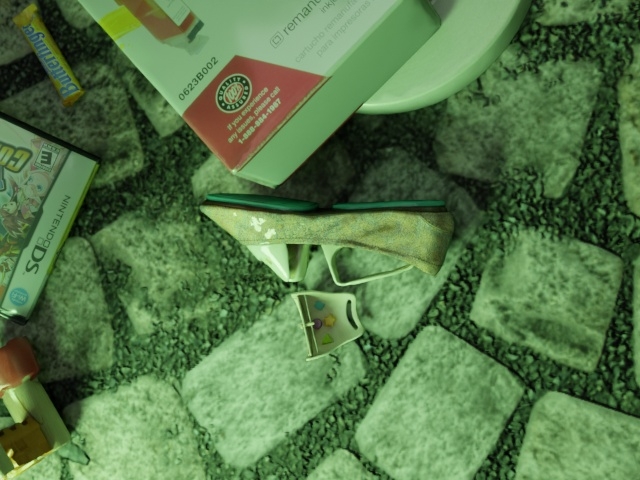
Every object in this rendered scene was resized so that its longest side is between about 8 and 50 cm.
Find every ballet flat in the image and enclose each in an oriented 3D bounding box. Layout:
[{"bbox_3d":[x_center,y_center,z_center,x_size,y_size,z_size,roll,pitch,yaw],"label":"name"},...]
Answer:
[{"bbox_3d":[0.000,0.000,1.182,0.315,0.107,0.106,3,95,19],"label":"ballet flat"}]

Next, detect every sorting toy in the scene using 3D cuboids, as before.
[{"bbox_3d":[0.012,0.098,1.204,0.075,0.045,0.083,-14,83,9],"label":"sorting toy"}]

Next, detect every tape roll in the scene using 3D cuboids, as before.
[{"bbox_3d":[0.069,-0.347,1.194,0.391,0.072,0.392,-1,87,16],"label":"tape roll"}]

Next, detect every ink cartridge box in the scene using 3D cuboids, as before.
[{"bbox_3d":[-0.100,-0.294,1.122,0.279,0.160,0.385,-45,76,11],"label":"ink cartridge box"}]

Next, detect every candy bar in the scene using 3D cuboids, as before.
[{"bbox_3d":[-0.370,-0.251,1.351,0.040,0.018,0.161,-35,77,13],"label":"candy bar"}]

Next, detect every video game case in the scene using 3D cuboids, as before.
[{"bbox_3d":[-0.466,-0.054,1.302,0.274,0.035,0.248,25,95,-10],"label":"video game case"}]

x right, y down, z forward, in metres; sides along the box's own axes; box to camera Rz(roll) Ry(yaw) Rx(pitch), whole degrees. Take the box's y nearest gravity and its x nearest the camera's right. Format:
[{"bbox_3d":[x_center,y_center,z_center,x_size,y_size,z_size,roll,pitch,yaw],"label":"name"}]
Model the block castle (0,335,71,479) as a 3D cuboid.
[{"bbox_3d":[-0.536,0.258,1.155,0.303,0.453,0.213,-34,85,14],"label":"block castle"}]
